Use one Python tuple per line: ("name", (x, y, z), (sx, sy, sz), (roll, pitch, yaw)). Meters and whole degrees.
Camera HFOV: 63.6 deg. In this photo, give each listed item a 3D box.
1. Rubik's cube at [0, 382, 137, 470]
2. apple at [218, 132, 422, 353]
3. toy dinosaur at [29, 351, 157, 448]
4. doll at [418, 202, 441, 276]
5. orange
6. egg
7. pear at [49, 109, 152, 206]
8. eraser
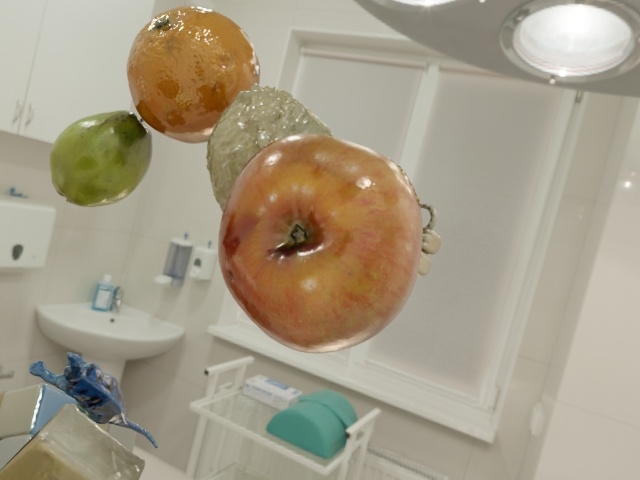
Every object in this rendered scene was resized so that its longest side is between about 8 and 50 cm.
("Rubik's cube", (-0.694, 0.572, 1.204), (0.346, 0.344, 0.347), (-13, -37, 15))
("apple", (0.000, 0.000, 0.498), (0.209, 0.209, 0.164), (16, -5, 24))
("toy dinosaur", (-0.370, 0.241, 0.838), (0.144, 0.076, 0.329), (20, -38, 24))
("doll", (0.117, -0.007, 1.050), (0.278, 0.154, 0.119), (6, -19, 46))
("orange", (-0.293, -0.382, 1.202), (0.312, 0.312, 0.312), (14, 3, -1))
("egg", (-0.083, -0.133, 0.976), (0.279, 0.310, 0.279), (-29, 2, 1))
("pear", (-0.525, -0.197, 1.248), (0.212, 0.269, 0.212), (41, -4, 4))
("eraser", (-0.402, 0.377, 0.702), (0.144, 0.343, 0.078), (45, 16, -10))
